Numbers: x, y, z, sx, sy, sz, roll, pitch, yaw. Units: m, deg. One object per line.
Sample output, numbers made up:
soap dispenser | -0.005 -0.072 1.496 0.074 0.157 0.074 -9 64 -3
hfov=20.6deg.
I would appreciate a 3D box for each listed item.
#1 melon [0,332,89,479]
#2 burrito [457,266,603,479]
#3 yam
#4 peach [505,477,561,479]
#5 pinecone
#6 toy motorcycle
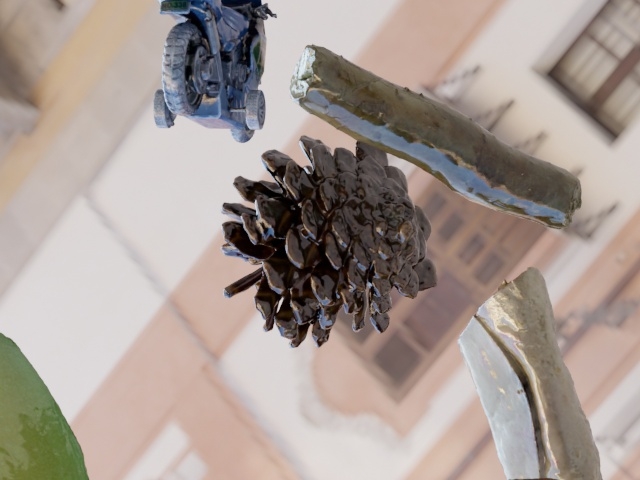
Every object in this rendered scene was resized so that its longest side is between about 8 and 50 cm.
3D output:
melon | -0.363 0.285 1.649 0.343 0.331 0.226 59 165 17
burrito | 0.260 0.185 2.171 0.105 0.143 0.299 -19 -89 -32
yam | 0.111 -0.093 1.664 0.317 0.067 0.071 24 157 -22
peach | 0.219 0.389 1.925 0.247 0.292 0.292 53 -175 -37
pinecone | -0.002 0.001 1.781 0.229 0.201 0.202 26 -148 -42
toy motorcycle | -0.089 -0.161 1.502 0.092 0.136 0.254 1 177 12
